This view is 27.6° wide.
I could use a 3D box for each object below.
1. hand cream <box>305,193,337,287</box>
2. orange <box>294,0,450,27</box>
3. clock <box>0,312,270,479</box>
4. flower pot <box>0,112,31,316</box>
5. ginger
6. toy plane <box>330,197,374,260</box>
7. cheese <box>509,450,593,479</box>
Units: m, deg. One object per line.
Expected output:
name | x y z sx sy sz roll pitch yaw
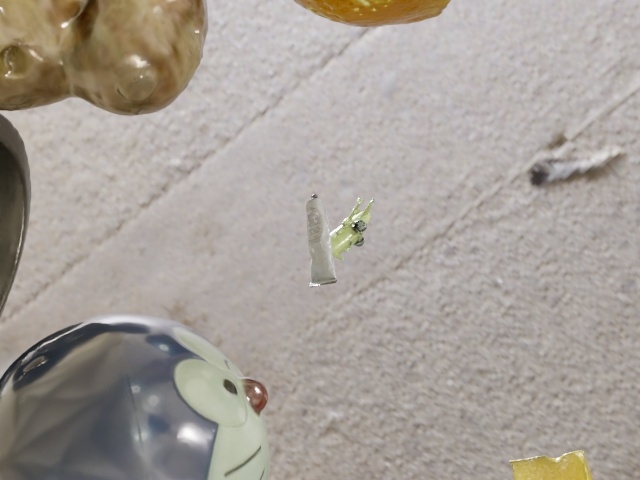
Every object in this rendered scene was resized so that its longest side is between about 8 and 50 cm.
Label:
hand cream | 0.000 0.000 1.243 0.030 0.019 0.093 -16 70 29
orange | 0.021 -0.267 0.856 0.179 0.158 0.237 -3 83 36
clock | -0.094 0.157 0.682 0.146 0.243 0.199 -9 25 -11
flower pot | -0.357 0.006 0.993 0.166 0.269 0.269 18 76 15
ginger | -0.228 -0.141 0.810 0.304 0.155 0.245 -21 65 -20
toy plane | 0.035 -0.008 1.704 0.040 0.102 0.111 29 52 18
cheese | 0.292 0.321 1.596 0.093 0.171 0.126 -9 34 16
